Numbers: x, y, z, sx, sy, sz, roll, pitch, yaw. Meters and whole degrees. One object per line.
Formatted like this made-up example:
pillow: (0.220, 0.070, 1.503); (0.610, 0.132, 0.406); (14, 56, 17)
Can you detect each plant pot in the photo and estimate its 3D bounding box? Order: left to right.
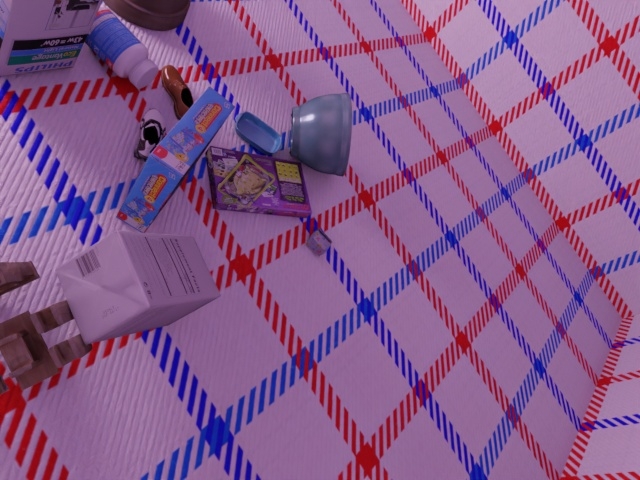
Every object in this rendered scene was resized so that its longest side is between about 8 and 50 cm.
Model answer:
plant pot: (-0.546, -0.914, 1.587); (0.323, 0.280, 0.323); (20, 53, -29)
plant pot: (-0.009, -0.379, 1.718); (0.196, 0.293, 0.293); (3, 60, -6)

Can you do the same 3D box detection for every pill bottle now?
pill bottle: (-0.598, -0.570, 1.451); (0.221, 0.124, 0.124); (46, 46, -6)

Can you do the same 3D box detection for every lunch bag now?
lunch bag: (0.000, 0.000, 1.633); (0.071, 0.053, 0.083); (47, 37, -8)

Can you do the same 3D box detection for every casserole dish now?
casserole dish: (-0.220, -0.368, 1.688); (0.188, 0.037, 0.114); (34, 48, -18)

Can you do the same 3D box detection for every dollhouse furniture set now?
dollhouse furniture set: (-0.612, 0.172, 0.980); (0.212, 0.161, 0.242); (-26, 93, -11)

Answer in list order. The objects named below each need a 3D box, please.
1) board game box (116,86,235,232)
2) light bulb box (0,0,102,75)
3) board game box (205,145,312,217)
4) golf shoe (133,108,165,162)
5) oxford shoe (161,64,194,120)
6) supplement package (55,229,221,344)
board game box: (-0.383, -0.210, 1.284); (0.086, 0.302, 0.308); (36, 49, -16)
light bulb box: (-0.749, -0.663, 1.188); (0.225, 0.361, 0.358); (-31, 92, -45)
board game box: (-0.198, -0.186, 1.593); (0.347, 0.056, 0.208); (5, 58, -36)
golf shoe: (-0.485, -0.322, 1.416); (0.077, 0.094, 0.198); (16, 55, -29)
oxford shoe: (-0.448, -0.486, 1.554); (0.076, 0.076, 0.212); (-15, 73, -40)
supplement package: (-0.396, 0.098, 1.096); (0.175, 0.177, 0.293); (63, 13, 10)
